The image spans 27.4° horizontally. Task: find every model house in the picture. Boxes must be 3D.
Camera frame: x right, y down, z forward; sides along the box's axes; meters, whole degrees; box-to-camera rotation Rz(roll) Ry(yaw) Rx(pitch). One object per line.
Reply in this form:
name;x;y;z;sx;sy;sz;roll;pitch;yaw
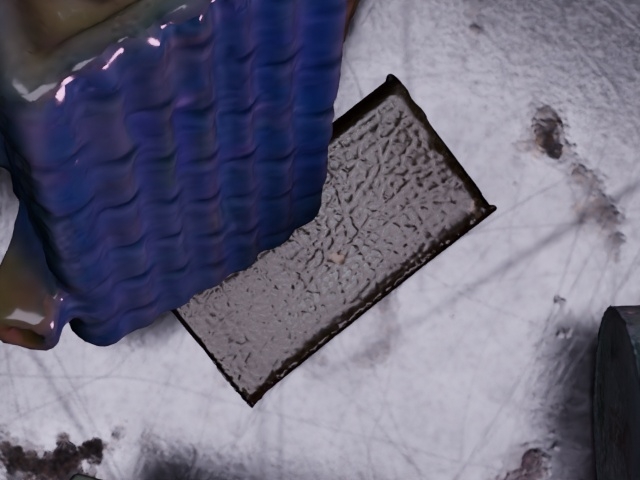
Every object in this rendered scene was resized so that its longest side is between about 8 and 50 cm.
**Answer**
model house;-0.193;-0.170;0.785;0.446;0.395;0.400;15;68;1

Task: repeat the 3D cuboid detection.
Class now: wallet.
wallet;0.000;0.000;0.997;0.243;0.039;0.133;-39;93;-3

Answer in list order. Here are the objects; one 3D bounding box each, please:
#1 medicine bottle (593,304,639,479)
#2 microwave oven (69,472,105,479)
medicine bottle;0.341;0.134;0.884;0.290;0.245;0.245;-2;85;3
microwave oven;-0.012;0.343;0.759;0.394;0.247;0.333;15;87;44
